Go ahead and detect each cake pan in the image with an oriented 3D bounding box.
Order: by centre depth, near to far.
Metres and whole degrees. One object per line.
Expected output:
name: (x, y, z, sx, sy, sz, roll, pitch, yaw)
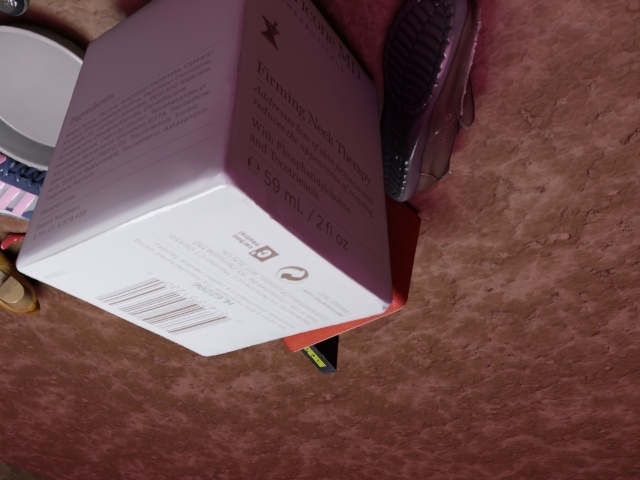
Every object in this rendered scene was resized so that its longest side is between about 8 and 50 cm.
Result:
cake pan: (-0.485, -0.245, 1.004, 0.293, 0.054, 0.293, 4, 137, 4)

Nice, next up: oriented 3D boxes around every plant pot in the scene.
plant pot: (0.000, 0.000, 1.071, 0.267, 0.267, 0.236, -27, 114, 32)

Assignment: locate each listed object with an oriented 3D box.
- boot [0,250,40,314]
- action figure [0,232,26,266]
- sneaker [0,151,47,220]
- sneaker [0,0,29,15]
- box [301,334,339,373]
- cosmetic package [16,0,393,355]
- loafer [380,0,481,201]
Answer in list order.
boot: (-0.780, 0.063, 1.343, 0.295, 0.104, 0.211, 46, 156, -3)
action figure: (-0.569, 0.042, 1.271, 0.280, 0.139, 0.091, -5, 137, 10)
sneaker: (-0.589, -0.118, 1.112, 0.319, 0.112, 0.131, 6, 140, 0)
sneaker: (-0.519, -0.393, 0.797, 0.087, 0.130, 0.227, -13, 136, 23)
box: (-0.015, 0.167, 1.281, 0.045, 0.191, 0.184, -19, 130, 24)
cosmetic package: (-0.127, -0.103, 0.788, 0.327, 0.394, 0.329, -19, 144, 28)
loafer: (0.174, -0.228, 0.903, 0.130, 0.134, 0.366, -19, 144, -23)
